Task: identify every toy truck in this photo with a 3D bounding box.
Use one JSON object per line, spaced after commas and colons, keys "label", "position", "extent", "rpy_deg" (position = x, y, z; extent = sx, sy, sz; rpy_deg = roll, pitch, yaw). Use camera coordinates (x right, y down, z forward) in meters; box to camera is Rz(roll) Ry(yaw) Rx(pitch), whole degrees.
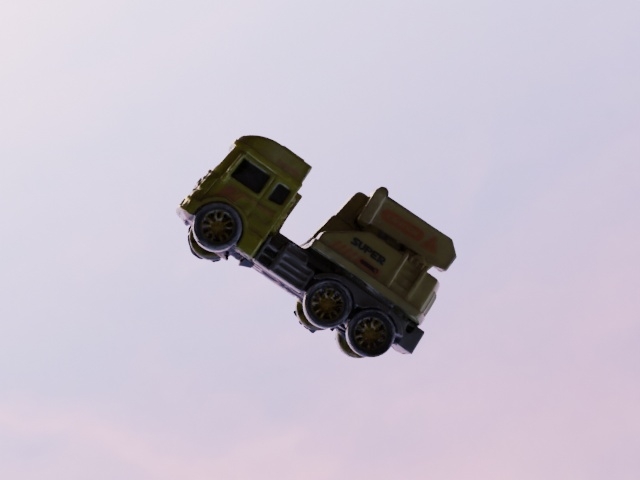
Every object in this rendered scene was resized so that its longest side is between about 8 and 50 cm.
{"label": "toy truck", "position": [0.000, 0.000, 1.934], "extent": [0.157, 0.272, 0.124], "rpy_deg": [-56, -178, -7]}
